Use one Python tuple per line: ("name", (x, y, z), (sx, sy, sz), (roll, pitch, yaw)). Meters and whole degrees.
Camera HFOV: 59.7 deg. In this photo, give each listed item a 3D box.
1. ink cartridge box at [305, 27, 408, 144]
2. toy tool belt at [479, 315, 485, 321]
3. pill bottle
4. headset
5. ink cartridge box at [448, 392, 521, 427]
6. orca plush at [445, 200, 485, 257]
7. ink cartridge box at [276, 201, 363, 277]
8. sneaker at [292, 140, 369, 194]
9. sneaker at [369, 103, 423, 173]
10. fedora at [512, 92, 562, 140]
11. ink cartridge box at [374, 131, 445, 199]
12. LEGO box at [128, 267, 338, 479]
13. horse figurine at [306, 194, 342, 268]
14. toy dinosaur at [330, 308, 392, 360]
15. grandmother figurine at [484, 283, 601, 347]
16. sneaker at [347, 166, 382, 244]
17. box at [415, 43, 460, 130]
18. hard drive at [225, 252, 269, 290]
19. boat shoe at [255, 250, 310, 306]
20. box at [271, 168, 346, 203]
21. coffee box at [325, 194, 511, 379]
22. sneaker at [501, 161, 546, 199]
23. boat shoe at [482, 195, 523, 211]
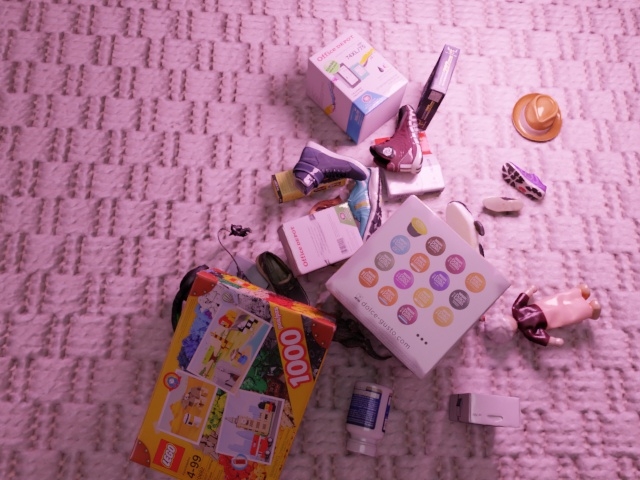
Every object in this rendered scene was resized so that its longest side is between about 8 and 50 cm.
("ink cartridge box", (0.112, -0.507, 1.844), (0.198, 0.197, 0.270), (-40, 78, -15))
("toy tool belt", (0.473, 0.212, 1.711), (0.051, 0.052, 0.083), (-14, 66, 25))
("pill bottle", (0.131, 0.496, 1.554), (0.112, 0.112, 0.187), (15, 71, 1))
("headset", (-0.288, 0.146, 1.636), (0.243, 0.185, 0.394), (13, 93, 2))
("ink cartridge box", (0.450, 0.470, 1.542), (0.139, 0.191, 0.082), (7, 71, -2))
("orca plush", (0.490, 0.005, 1.751), (0.102, 0.151, 0.287), (-15, 67, -41))
("ink cartridge box", (0.000, 0.000, 1.655), (0.219, 0.092, 0.160), (-19, 84, -20))
("sneaker", (0.023, -0.195, 1.726), (0.226, 0.086, 0.163), (23, 65, 10))
("sneaker", (0.237, -0.335, 1.826), (0.162, 0.106, 0.281), (-4, 54, 1))
("fedora", (0.761, -0.441, 1.927), (0.194, 0.079, 0.194), (1, 72, -3))
("ink cartridge box", (0.293, -0.257, 1.849), (0.189, 0.066, 0.232), (-9, 76, -7))
("LEGO box", (-0.213, 0.371, 1.447), (0.372, 0.193, 0.500), (20, 93, 3))
("horse figurine", (0.003, -0.019, 1.745), (0.174, 0.066, 0.263), (8, 73, -7))
("toy dinosaur", (0.062, 0.264, 1.617), (0.313, 0.160, 0.121), (12, 83, -10))
("grandmother figurine", (0.664, 0.236, 1.690), (0.342, 0.104, 0.208), (-14, 45, -5))
("sneaker", (0.139, -0.105, 1.780), (0.110, 0.107, 0.275), (-3, 66, 16))
("box", (0.378, -0.500, 1.841), (0.059, 0.233, 0.183), (21, 72, 0))
("hard drive", (-0.221, 0.112, 1.708), (0.135, 0.022, 0.094), (29, 72, 6))
("boat shoe", (-0.110, 0.125, 1.668), (0.080, 0.073, 0.223), (-38, 90, -20))
("box", (-0.038, -0.196, 1.804), (0.232, 0.058, 0.087), (-18, 74, -9))
("coffee box", (0.251, 0.132, 1.536), (0.337, 0.338, 0.334), (44, 86, 10))
("sneaker", (0.679, -0.205, 1.861), (0.170, 0.068, 0.071), (40, 58, 1))
("boat shoe", (0.594, -0.119, 1.830), (0.133, 0.042, 0.049), (4, 97, -2))
